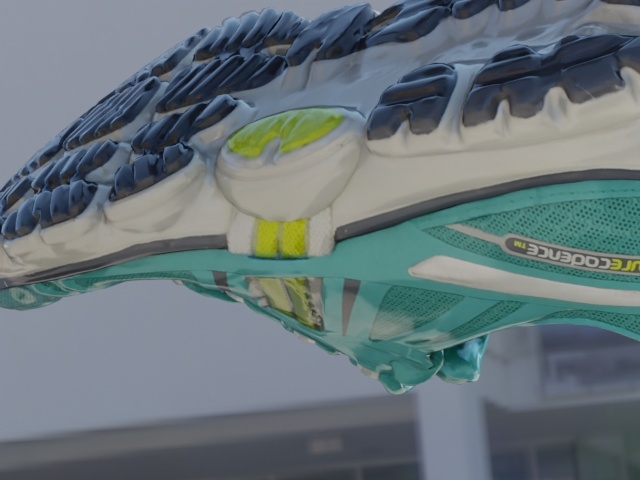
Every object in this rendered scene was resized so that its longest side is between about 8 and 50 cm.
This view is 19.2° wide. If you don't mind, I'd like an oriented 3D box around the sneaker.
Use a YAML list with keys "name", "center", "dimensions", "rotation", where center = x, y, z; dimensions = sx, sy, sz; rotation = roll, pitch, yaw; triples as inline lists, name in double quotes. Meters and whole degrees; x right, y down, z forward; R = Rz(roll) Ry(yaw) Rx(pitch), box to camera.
- name: "sneaker"
  center: [0.000, 0.000, 0.537]
  dimensions: [0.275, 0.110, 0.107]
  rotation: [-4, 34, 40]
